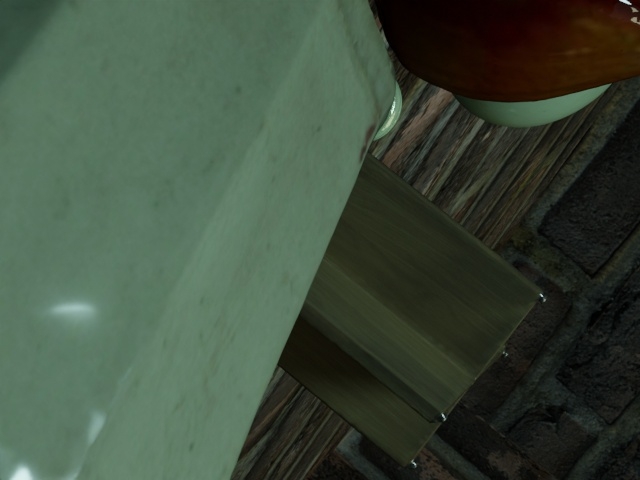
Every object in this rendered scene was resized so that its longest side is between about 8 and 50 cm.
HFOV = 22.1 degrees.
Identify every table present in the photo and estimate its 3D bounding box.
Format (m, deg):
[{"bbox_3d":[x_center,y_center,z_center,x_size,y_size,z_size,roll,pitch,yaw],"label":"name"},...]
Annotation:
[{"bbox_3d":[0.000,0.011,0.918,0.167,0.227,0.167,-49,169,-13],"label":"table"}]

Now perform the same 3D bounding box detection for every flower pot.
[{"bbox_3d":[-0.115,0.021,0.384,0.259,0.290,0.290,-59,175,-26],"label":"flower pot"}]

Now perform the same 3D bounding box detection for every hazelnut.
[{"bbox_3d":[0.137,-0.164,0.975,0.208,0.208,0.208,-49,170,-12],"label":"hazelnut"}]

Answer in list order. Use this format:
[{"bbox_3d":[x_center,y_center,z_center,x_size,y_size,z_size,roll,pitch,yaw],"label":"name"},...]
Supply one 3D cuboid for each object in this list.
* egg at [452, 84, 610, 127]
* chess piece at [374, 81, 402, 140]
[{"bbox_3d":[0.165,-0.168,1.246,0.149,0.149,0.192,-42,166,-43],"label":"egg"},{"bbox_3d":[0.009,-0.101,1.087,0.059,0.059,0.149,-53,163,8],"label":"chess piece"}]
